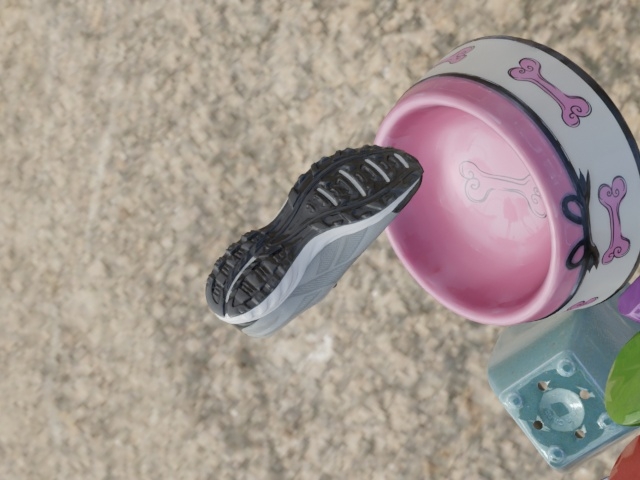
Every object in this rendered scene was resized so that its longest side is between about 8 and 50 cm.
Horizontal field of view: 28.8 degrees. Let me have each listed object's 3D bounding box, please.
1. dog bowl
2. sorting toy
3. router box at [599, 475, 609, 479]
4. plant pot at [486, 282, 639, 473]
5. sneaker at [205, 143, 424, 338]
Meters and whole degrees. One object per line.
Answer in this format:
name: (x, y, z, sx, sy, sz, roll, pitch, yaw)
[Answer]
dog bowl: (0.235, -0.063, 1.697, 0.408, 0.150, 0.408, 31, 135, 37)
sorting toy: (0.418, 0.198, 1.456, 0.126, 0.366, 0.127, 26, 136, -14)
router box: (0.474, 0.521, 1.865, 0.335, 0.301, 0.082, 63, 164, 17)
plant pot: (0.410, 0.223, 1.965, 0.247, 0.252, 0.248, -40, 86, 28)
sneaker: (0.000, 0.000, 1.344, 0.100, 0.271, 0.108, 48, 176, 36)
